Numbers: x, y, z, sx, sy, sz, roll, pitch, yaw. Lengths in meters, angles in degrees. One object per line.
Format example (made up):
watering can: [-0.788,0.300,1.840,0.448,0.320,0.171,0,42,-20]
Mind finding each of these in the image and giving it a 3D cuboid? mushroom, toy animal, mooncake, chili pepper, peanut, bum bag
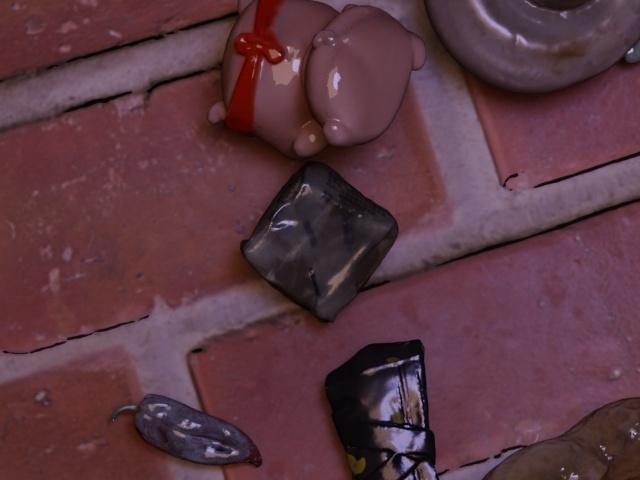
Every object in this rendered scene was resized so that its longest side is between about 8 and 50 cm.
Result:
mushroom: [0.222,-0.269,1.895,0.243,0.243,0.244,0,81,-3]
toy animal: [-0.014,-0.160,1.898,0.197,0.171,0.171,11,78,39]
mooncake: [0.000,0.000,1.913,0.125,0.073,0.130,39,91,-14]
chili pepper: [-0.127,0.187,1.899,0.153,0.041,0.050,23,123,1]
peanut: [0.250,0.219,1.881,0.227,0.104,0.086,-29,93,-9]
bum bag: [0.071,0.214,1.894,0.106,0.060,0.233,-11,80,5]

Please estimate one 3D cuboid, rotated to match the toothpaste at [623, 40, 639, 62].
toothpaste: [0.421,-0.233,1.993,0.255,0.037,0.067,-22,77,-9]
